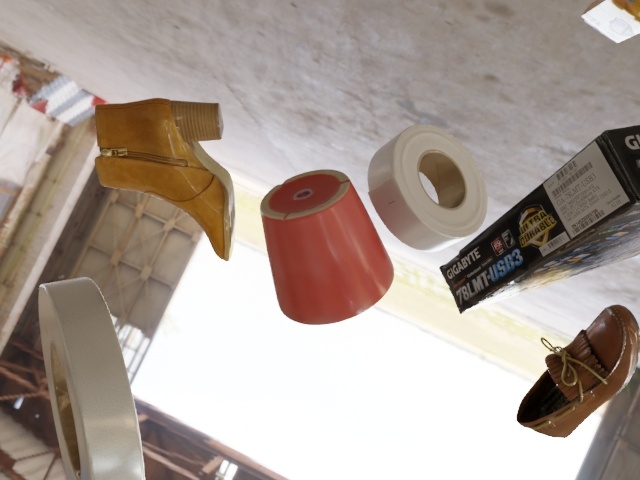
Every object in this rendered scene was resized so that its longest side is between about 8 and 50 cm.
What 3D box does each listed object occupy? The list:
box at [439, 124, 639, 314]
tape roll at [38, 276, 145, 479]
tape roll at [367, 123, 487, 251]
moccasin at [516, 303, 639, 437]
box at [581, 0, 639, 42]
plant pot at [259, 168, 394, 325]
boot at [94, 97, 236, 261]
[{"bbox_3d":[0.318,-0.030,0.668,0.295,0.073,0.293,-13,163,-22],"label":"box"},{"bbox_3d":[-0.355,0.248,0.963,0.072,0.392,0.392,-9,-164,-29],"label":"tape roll"},{"bbox_3d":[0.247,-0.121,1.457,0.286,0.286,0.100,27,148,-23],"label":"tape roll"},{"bbox_3d":[0.528,0.276,1.331,0.146,0.139,0.380,8,136,-13],"label":"moccasin"},{"bbox_3d":[0.484,-0.366,1.038,0.081,0.028,0.136,35,-172,-2],"label":"box"},{"bbox_3d":[0.000,0.000,1.346,0.275,0.275,0.243,22,140,49],"label":"plant pot"},{"bbox_3d":[-0.257,-0.093,1.062,0.211,0.295,0.104,-4,-153,0],"label":"boot"}]
